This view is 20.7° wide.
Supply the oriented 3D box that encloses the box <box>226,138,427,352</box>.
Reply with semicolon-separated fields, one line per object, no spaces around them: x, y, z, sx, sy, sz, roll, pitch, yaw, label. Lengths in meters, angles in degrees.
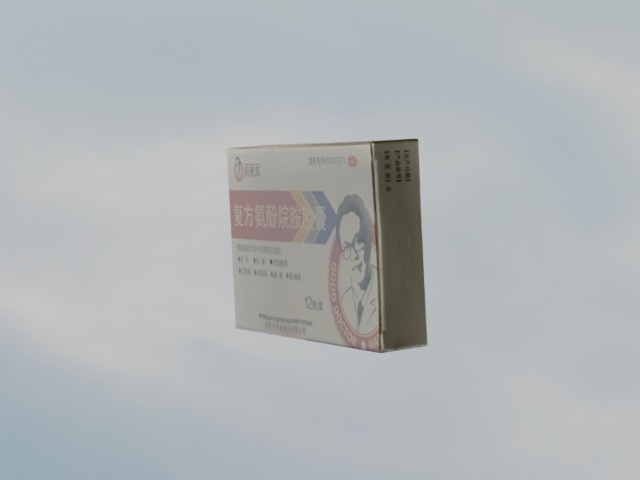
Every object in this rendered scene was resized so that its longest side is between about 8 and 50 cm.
0.000;0.000;1.899;0.069;0.214;0.353;-5;-176;-29;box
